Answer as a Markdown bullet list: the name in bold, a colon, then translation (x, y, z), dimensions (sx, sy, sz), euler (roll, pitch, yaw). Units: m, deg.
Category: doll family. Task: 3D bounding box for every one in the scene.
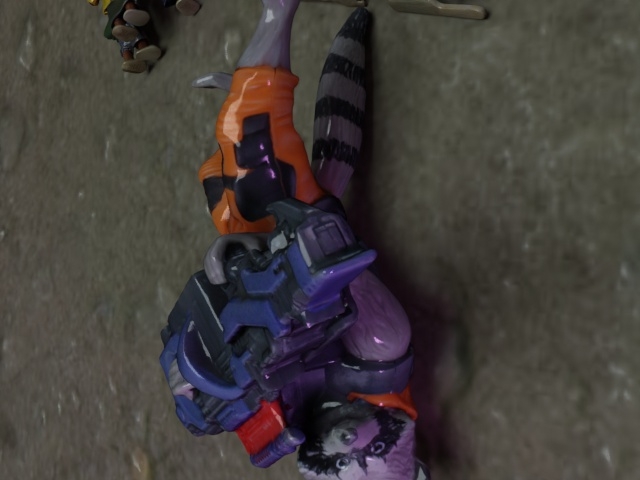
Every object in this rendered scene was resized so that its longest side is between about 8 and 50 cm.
- **doll family**: translation (-0.150, -0.240, 0.802), dimensions (0.193, 0.076, 0.111), euler (-38, 58, 31)

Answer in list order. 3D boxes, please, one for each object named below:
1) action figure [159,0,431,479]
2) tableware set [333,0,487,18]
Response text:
- **action figure**: translation (0.000, 0.000, 0.573), dimensions (0.341, 0.179, 0.330), euler (145, 113, -65)
- **tableware set**: translation (0.012, -0.203, 0.613), dimensions (0.194, 0.128, 0.039), euler (20, 78, 44)
